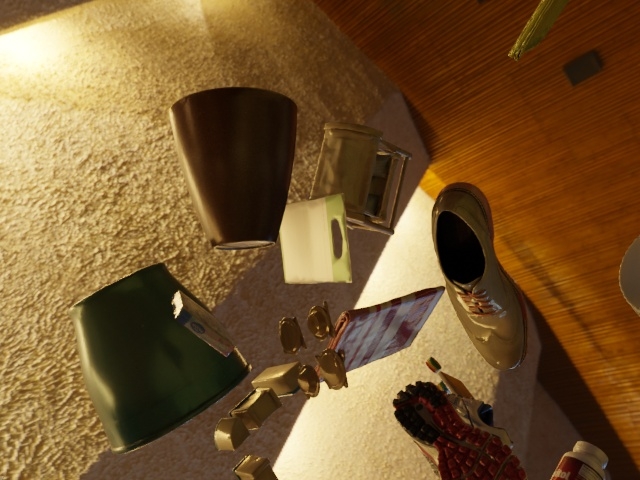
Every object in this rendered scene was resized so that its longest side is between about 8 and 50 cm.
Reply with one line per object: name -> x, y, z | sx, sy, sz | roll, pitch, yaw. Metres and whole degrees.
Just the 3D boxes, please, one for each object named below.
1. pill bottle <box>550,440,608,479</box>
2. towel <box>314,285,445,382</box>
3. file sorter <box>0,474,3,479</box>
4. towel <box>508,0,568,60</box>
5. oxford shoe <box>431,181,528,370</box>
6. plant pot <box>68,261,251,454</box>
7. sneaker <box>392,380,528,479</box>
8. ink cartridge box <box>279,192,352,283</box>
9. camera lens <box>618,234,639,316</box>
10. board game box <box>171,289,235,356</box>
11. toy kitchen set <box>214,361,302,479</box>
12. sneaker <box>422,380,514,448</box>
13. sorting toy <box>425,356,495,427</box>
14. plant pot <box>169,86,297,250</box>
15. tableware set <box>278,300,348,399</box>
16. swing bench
pill bottle -> 0.524, 0.493, 1.082 | 0.152, 0.086, 0.086 | -45, -73, -25
towel -> 0.145, 0.219, 1.289 | 0.329, 0.237, 0.037 | -10, -133, -38
file sorter -> -0.451, 0.501, 0.733 | 0.173, 0.193, 0.278 | 12, -106, -7
towel -> 0.337, -0.349, 0.691 | 0.102, 0.237, 0.021 | -33, -110, -35
oxford shoe -> 0.293, 0.094, 1.017 | 0.146, 0.140, 0.397 | -39, -72, -57
plant pot -> -0.305, 0.189, 0.947 | 0.271, 0.271, 0.255 | -31, -88, -52
sneaker -> 0.240, 0.356, 0.871 | 0.112, 0.121, 0.299 | 57, 176, -34
ink cartridge box -> 0.000, 0.000, 1.064 | 0.056, 0.235, 0.171 | -6, -90, -38
camera lens -> 0.717, 0.100, 0.955 | 0.274, 0.219, 0.219 | 27, -130, -20
board game box -> -0.163, 0.113, 0.729 | 0.090, 0.090, 0.020 | 42, -94, -21
toy kitchen set -> -0.097, 0.366, 1.016 | 0.207, 0.122, 0.166 | -35, -83, -41
sneaker -> 0.313, 0.394, 1.162 | 0.112, 0.131, 0.296 | 59, 178, -22
sorting toy -> 0.401, 0.459, 1.516 | 0.132, 0.046, 0.274 | 32, -164, -41
plant pot -> -0.135, -0.104, 0.886 | 0.215, 0.215, 0.230 | 2, -101, -49
tableware set -> -0.013, 0.180, 0.852 | 0.020, 0.168, 0.141 | -6, -109, -37
swing bench -> 0.112, -0.170, 1.491 | 0.254, 0.165, 0.253 | 19, -98, -54
